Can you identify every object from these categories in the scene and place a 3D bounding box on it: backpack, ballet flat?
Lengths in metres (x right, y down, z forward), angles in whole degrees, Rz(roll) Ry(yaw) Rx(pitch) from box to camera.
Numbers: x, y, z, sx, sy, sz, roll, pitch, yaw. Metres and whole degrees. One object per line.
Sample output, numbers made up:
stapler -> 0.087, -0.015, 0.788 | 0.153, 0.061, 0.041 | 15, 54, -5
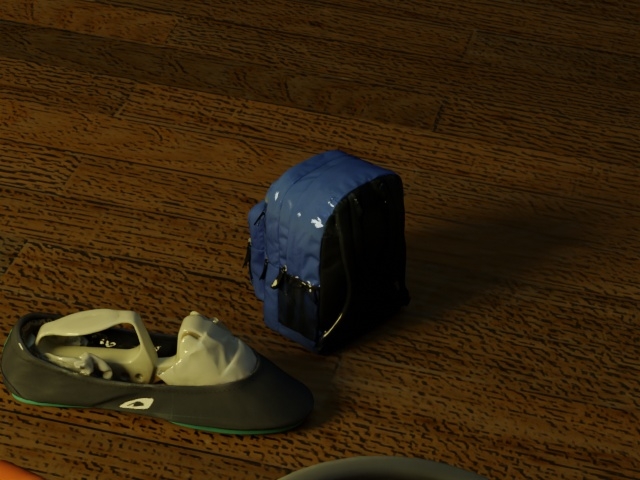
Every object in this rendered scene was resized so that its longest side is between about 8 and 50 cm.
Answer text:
backpack -> 0.000, 0.000, 1.289 | 0.101, 0.120, 0.098 | 26, 40, 29
ballet flat -> -0.104, 0.078, 1.208 | 0.203, 0.074, 0.074 | 6, 34, 3

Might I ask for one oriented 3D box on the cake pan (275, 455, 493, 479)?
cake pan -> 0.047, 0.243, 0.878 | 0.293, 0.054, 0.293 | 15, 54, -21

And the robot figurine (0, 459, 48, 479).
robot figurine -> -0.169, 0.200, 0.936 | 0.219, 0.158, 0.128 | 1, 19, 45
